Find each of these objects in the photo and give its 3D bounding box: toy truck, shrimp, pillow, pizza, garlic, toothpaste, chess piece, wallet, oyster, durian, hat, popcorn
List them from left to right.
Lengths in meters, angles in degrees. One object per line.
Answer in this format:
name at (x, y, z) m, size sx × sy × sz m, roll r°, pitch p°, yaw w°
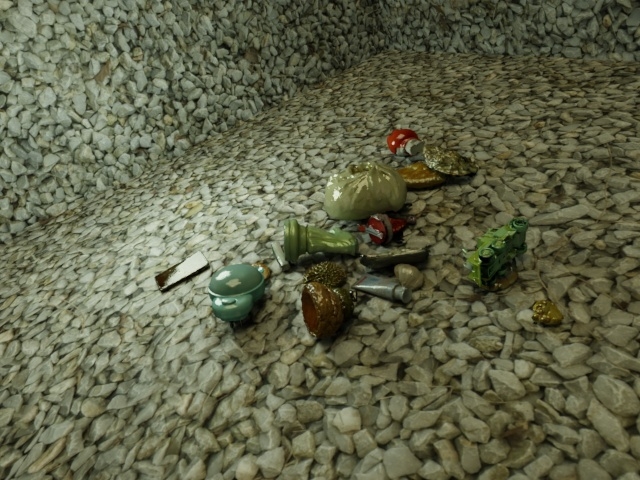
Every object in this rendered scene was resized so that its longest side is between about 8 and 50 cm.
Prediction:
wallet at (-0.600, 0.135, 2.026) m, size 0.232 × 0.031 × 0.122 m, roll -31°, pitch 41°, yaw -16°
durian at (-0.005, 0.146, 1.688) m, size 0.147 × 0.102 × 0.208 m, roll 16°, pitch 50°, yaw 31°
chess piece at (0.000, 0.000, 1.855) m, size 0.298 × 0.175 × 0.175 m, roll 1°, pitch 35°, yaw -4°
toothpaste at (0.209, 0.160, 1.616) m, size 0.089 × 0.057 × 0.234 m, roll -37°, pitch 32°, yaw -29°
hat at (0.284, -0.059, 1.865) m, size 0.228 × 0.128 × 0.140 m, roll -16°, pitch 5°, yaw -30°
pillow at (0.267, 0.063, 1.671) m, size 0.255 × 0.169 × 0.059 m, roll -9°, pitch 77°, yaw 12°
garlic at (0.303, 0.121, 1.607) m, size 0.113 × 0.074 × 0.094 m, roll 25°, pitch 41°, yaw 25°
pizza at (0.438, -0.297, 2.148) m, size 0.292 × 0.058 × 0.197 m, roll 3°, pitch 38°, yaw 24°
oyster at (0.575, -0.355, 2.094) m, size 0.260 × 0.092 × 0.198 m, roll 23°, pitch 35°, yaw 26°
shrimp at (0.577, 0.084, 1.564) m, size 0.150 × 0.051 × 0.217 m, roll -5°, pitch 43°, yaw 12°
toy truck at (0.560, 0.021, 1.515) m, size 0.260 × 0.128 × 0.135 m, roll -34°, pitch 39°, yaw -22°
popcorn at (0.643, 0.215, 1.345) m, size 0.084 × 0.084 × 0.084 m, roll -12°, pitch 35°, yaw 8°

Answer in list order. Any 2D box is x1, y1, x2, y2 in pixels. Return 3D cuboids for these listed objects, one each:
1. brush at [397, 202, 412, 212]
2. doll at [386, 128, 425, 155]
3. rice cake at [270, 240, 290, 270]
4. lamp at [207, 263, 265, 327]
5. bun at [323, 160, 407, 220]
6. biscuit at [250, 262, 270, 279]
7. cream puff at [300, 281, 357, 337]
brush at (0.298, -0.128, 1.998) m, size 0.191 × 0.034 × 0.027 m, roll -11°, pitch 73°, yaw 14°
doll at (0.423, -0.501, 2.383) m, size 0.161 × 0.129 × 0.290 m, roll -26°, pitch 29°, yaw -7°
rice cake at (-0.167, 0.060, 1.935) m, size 0.047 × 0.036 × 0.206 m, roll -11°, pitch 32°, yaw -15°
lamp at (-0.309, 0.183, 1.702) m, size 0.210 × 0.147 × 0.284 m, roll -7°, pitch 43°, yaw 6°
bun at (0.178, -0.220, 1.965) m, size 0.365 × 0.219 × 0.365 m, roll -13°, pitch 16°, yaw 4°
biscuit at (-0.309, 0.172, 1.847) m, size 0.247 × 0.029 × 0.118 m, roll -34°, pitch 45°, yaw -23°
cream puff at (0.040, 0.214, 1.521) m, size 0.169 × 0.183 × 0.183 m, roll -8°, pitch 30°, yaw -22°
